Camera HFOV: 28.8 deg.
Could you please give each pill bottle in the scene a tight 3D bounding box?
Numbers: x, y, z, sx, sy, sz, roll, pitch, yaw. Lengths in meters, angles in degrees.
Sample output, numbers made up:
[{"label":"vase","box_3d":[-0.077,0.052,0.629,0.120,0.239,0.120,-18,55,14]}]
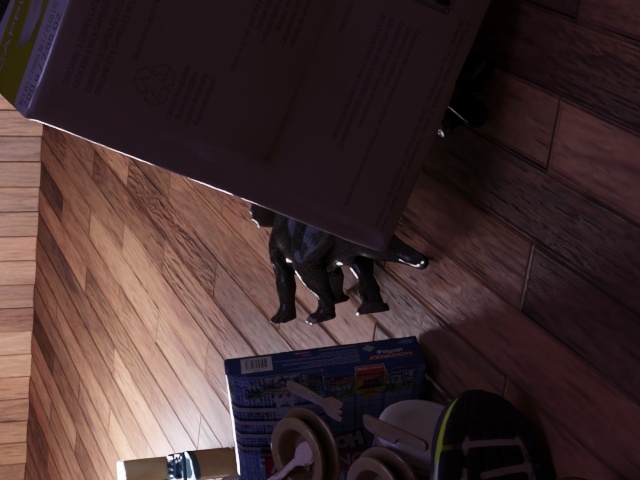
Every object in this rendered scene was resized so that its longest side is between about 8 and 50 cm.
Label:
[{"label":"pill bottle","box_3d":[0.083,0.241,1.154,0.094,0.094,0.169,-127,41,-53]}]

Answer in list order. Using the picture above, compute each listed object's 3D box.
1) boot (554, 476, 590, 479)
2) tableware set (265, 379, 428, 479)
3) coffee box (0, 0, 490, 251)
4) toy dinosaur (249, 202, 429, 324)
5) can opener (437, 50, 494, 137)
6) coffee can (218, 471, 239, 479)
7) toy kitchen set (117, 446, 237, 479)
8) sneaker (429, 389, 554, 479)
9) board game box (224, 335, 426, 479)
[{"label":"boot","box_3d":[0.227,0.300,0.839,0.203,0.095,0.262,169,103,-65]},{"label":"tableware set","box_3d":[0.015,0.213,1.121,0.194,0.039,0.128,18,113,47]},{"label":"coffee box","box_3d":[-0.083,-0.237,1.105,0.334,0.338,0.338,36,105,61]},{"label":"toy dinosaur","box_3d":[0.000,0.000,1.302,0.313,0.121,0.160,-174,70,-70]},{"label":"can opener","box_3d":[0.098,-0.137,1.156,0.059,0.073,0.186,50,166,-24]},{"label":"coffee can","box_3d":[-0.028,0.398,1.282,0.275,0.201,0.201,-117,34,-44]},{"label":"toy kitchen set","box_3d":[-0.201,0.386,1.774,0.207,0.122,0.166,151,115,-64]},{"label":"sneaker","box_3d":[0.127,0.276,1.047,0.121,0.111,0.300,167,102,-69]},{"label":"board game box","box_3d":[0.010,0.202,1.246,0.060,0.194,0.194,-104,8,-64]}]
